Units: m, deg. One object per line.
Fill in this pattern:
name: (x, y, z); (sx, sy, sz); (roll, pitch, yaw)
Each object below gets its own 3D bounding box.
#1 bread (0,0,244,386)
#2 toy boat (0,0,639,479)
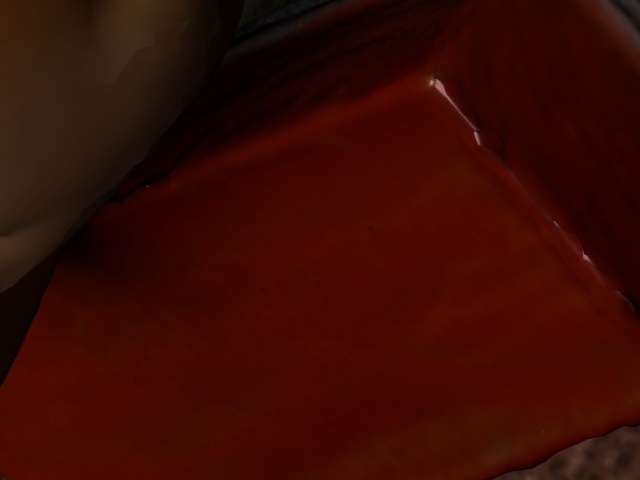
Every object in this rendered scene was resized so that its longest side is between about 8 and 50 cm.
bread: (-0.109, -0.144, 0.400); (0.245, 0.329, 0.424); (31, 103, 9)
toy boat: (0.000, 0.000, 0.580); (0.145, 0.133, 0.332); (48, 143, -13)
